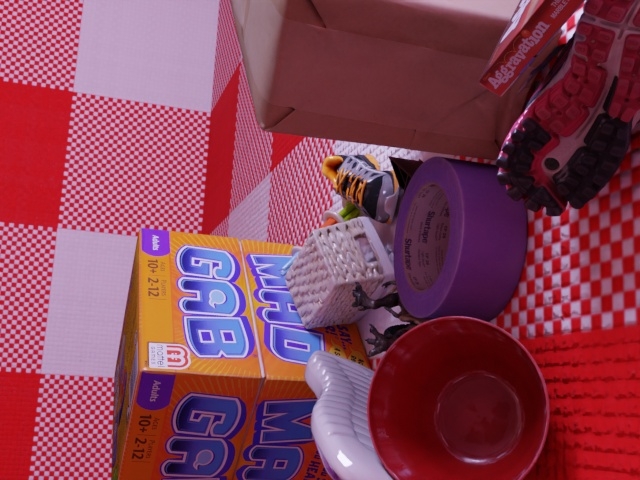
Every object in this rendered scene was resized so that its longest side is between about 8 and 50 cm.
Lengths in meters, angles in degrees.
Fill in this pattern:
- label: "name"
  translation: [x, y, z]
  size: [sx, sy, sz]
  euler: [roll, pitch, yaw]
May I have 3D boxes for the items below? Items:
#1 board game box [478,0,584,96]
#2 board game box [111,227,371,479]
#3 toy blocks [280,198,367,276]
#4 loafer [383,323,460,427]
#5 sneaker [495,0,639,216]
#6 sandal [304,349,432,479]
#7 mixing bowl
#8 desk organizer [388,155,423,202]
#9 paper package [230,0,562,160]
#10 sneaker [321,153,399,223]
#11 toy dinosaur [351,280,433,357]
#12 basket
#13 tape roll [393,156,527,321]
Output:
- label: "board game box"
  translation: [0.224, -0.260, 0.709]
  size: [0.281, 0.027, 0.145]
  euler: [-60, 2, -33]
- label: "board game box"
  translation: [-0.159, 0.238, 1.418]
  size: [0.356, 0.356, 0.356]
  euler: [-107, 29, -52]
- label: "toy blocks"
  translation: [0.000, 0.000, 1.362]
  size: [0.148, 0.054, 0.123]
  euler: [-41, -6, -30]
- label: "loafer"
  translation: [0.133, 0.177, 1.001]
  size: [0.220, 0.080, 0.078]
  euler: [-113, 20, -69]
- label: "sneaker"
  translation: [0.248, -0.155, 0.679]
  size: [0.299, 0.121, 0.112]
  euler: [-53, 3, 45]
- label: "sandal"
  translation: [0.052, 0.244, 1.001]
  size: [0.416, 0.169, 0.102]
  euler: [-106, 38, -82]
- label: "mixing bowl"
  translation: [0.148, 0.175, 0.833]
  size: [0.098, 0.181, 0.181]
  euler: [34, -128, -59]
- label: "desk organizer"
  translation: [0.130, -0.074, 1.121]
  size: [0.130, 0.050, 0.047]
  euler: [-123, 42, -64]
- label: "paper package"
  translation: [0.066, -0.259, 0.956]
  size: [0.325, 0.309, 0.168]
  euler: [-105, 25, -52]
- label: "sneaker"
  translation: [0.063, -0.084, 1.288]
  size: [0.215, 0.083, 0.084]
  euler: [-131, 51, -65]
- label: "toy dinosaur"
  translation: [0.107, 0.098, 1.019]
  size: [0.268, 0.118, 0.064]
  euler: [-124, 38, -65]
- label: "basket"
  translation: [0.025, 0.056, 1.278]
  size: [0.113, 0.103, 0.167]
  euler: [66, 151, 24]
- label: "tape roll"
  translation: [0.157, 0.000, 0.960]
  size: [0.189, 0.080, 0.189]
  euler: [-173, 90, -72]
